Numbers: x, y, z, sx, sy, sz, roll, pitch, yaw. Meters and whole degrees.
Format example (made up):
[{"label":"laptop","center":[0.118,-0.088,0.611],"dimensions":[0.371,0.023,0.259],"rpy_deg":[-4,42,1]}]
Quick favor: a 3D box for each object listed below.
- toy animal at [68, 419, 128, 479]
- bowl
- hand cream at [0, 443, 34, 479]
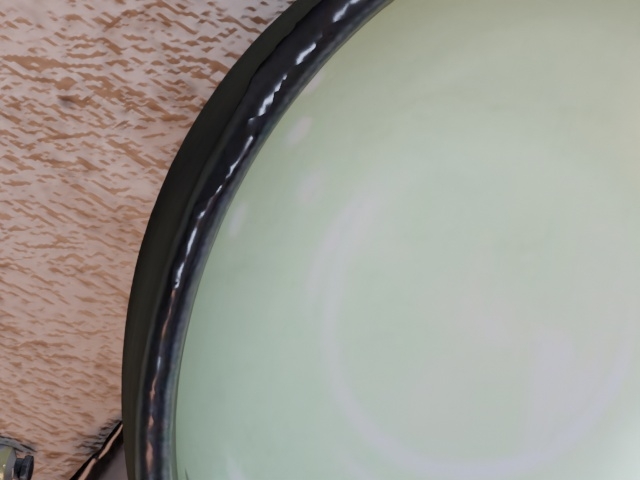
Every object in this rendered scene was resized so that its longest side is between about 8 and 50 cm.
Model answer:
[{"label":"toy animal","center":[0.020,0.237,1.017],"dimensions":[0.357,0.194,0.258],"rpy_deg":[23,129,-32]},{"label":"bowl","center":[0.082,0.037,0.687],"dimensions":[0.354,0.354,0.185],"rpy_deg":[28,180,-24]},{"label":"hand cream","center":[-0.202,0.112,1.009],"dimensions":[0.102,0.022,0.035],"rpy_deg":[10,142,5]}]
